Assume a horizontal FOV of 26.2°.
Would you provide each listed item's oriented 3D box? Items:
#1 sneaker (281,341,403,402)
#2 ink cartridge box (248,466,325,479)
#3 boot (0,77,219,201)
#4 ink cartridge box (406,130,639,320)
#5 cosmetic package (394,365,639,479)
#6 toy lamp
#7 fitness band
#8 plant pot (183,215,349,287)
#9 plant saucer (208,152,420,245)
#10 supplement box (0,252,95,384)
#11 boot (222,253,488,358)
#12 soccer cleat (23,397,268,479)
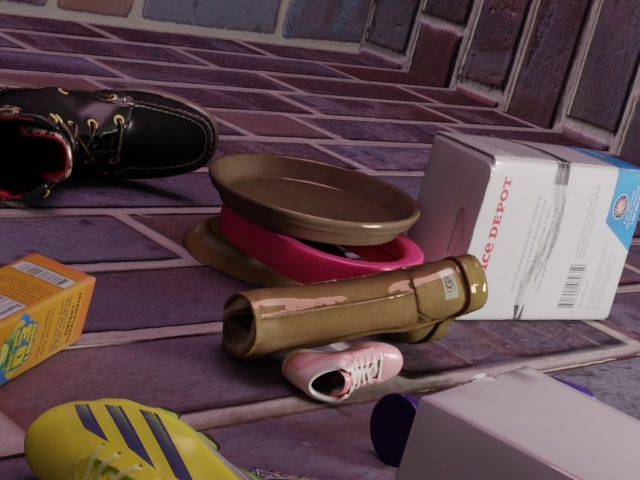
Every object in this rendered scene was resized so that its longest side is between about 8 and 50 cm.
[{"bbox_3d":[0.033,0.139,1.411,0.134,0.051,0.070,-1,16,-24],"label":"sneaker"},{"bbox_3d":[-0.004,0.221,1.129,0.115,0.029,0.063,12,15,-10],"label":"ink cartridge box"},{"bbox_3d":[-0.333,-0.133,1.857,0.377,0.138,0.284,10,15,-3],"label":"boot"},{"bbox_3d":[0.275,-0.016,1.861,0.307,0.223,0.129,3,19,-38],"label":"ink cartridge box"},{"bbox_3d":[0.248,0.244,1.053,0.366,0.155,0.197,25,17,33],"label":"cosmetic package"},{"bbox_3d":[0.174,0.176,1.364,0.275,0.080,0.080,1,21,-42],"label":"toy lamp"},{"bbox_3d":[0.000,0.000,1.746,0.209,0.054,0.291,0,20,-43],"label":"fitness band"},{"bbox_3d":[-0.062,0.013,1.804,0.236,0.032,0.236,15,16,-4],"label":"plant pot"},{"bbox_3d":[-0.010,-0.053,1.761,0.278,0.041,0.278,12,18,-4],"label":"plant saucer"},{"bbox_3d":[-0.296,0.079,1.264,0.080,0.078,0.233,22,17,13],"label":"supplement box"},{"bbox_3d":[0.018,0.079,1.506,0.270,0.089,0.236,-10,-15,-21],"label":"boot"},{"bbox_3d":[-0.111,0.196,1.005,0.289,0.093,0.121,21,23,21],"label":"soccer cleat"}]
